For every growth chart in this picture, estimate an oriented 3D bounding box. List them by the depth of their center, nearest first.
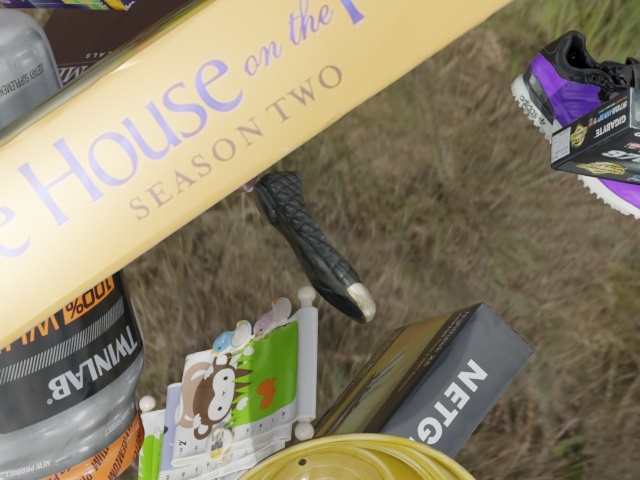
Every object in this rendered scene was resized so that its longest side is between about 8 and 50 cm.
[{"bbox_3d":[-0.086,0.150,1.300,0.237,0.021,0.172,-34,44,28],"label":"growth chart"}]

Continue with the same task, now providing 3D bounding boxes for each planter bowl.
[{"bbox_3d":[0.009,0.207,1.004,0.217,0.090,0.217,-4,112,-9],"label":"planter bowl"}]

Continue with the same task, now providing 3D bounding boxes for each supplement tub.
[{"bbox_3d":[-0.235,0.019,0.984,0.194,0.193,0.316,-18,111,-6],"label":"supplement tub"}]

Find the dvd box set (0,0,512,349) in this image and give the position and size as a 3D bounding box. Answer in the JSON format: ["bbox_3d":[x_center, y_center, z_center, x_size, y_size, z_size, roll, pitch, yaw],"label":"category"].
[{"bbox_3d":[-0.067,-0.057,0.607,0.420,0.307,0.062,-34,101,2],"label":"dvd box set"}]

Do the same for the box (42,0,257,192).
[{"bbox_3d":[-0.104,-0.223,1.289,0.191,0.143,0.381,-1,53,30],"label":"box"}]

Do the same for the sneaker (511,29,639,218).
[{"bbox_3d":[0.378,-0.158,1.876,0.293,0.102,0.146,51,124,23],"label":"sneaker"}]

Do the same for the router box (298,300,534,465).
[{"bbox_3d":[0.061,0.214,1.542,0.081,0.243,0.309,44,68,-8],"label":"router box"}]

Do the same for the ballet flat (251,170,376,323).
[{"bbox_3d":[0.000,0.000,1.220,0.049,0.057,0.173,-25,57,-18],"label":"ballet flat"}]

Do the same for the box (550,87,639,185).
[{"bbox_3d":[0.408,-0.111,1.705,0.220,0.175,0.051,9,74,-21],"label":"box"}]

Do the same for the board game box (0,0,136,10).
[{"bbox_3d":[-0.079,-0.180,0.678,0.170,0.141,0.048,-49,119,-16],"label":"board game box"}]
